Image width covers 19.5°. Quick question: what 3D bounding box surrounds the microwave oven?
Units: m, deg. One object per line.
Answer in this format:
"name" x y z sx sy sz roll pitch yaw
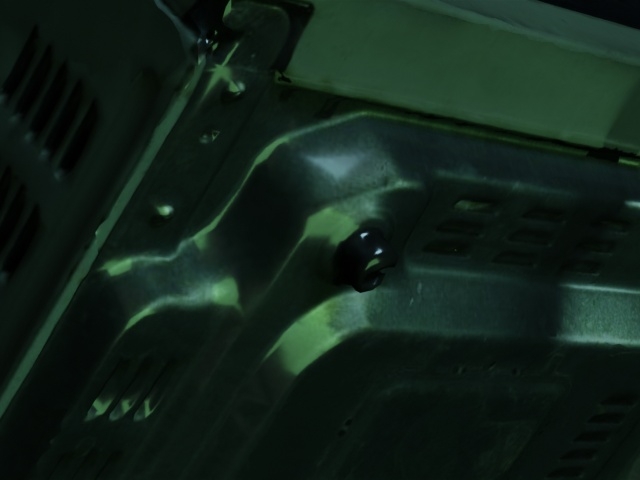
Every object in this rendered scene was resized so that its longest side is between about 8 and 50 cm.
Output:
"microwave oven" 0.000 0.000 0.617 0.355 0.218 0.286 7 122 -47
